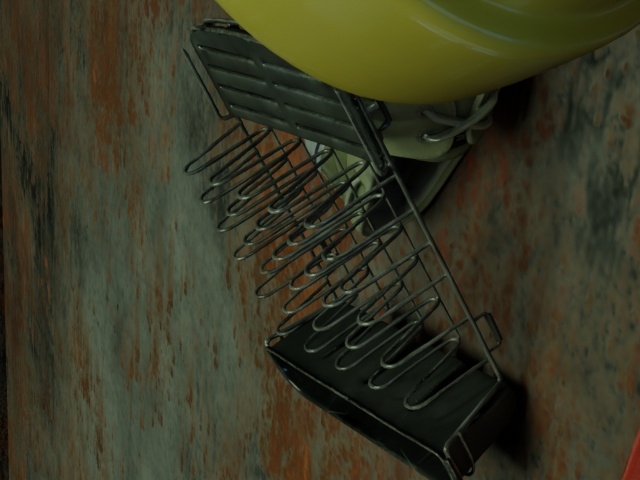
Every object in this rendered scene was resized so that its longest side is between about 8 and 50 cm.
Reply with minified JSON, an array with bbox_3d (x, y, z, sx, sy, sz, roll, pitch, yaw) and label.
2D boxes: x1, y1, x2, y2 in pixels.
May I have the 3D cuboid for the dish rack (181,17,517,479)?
[{"bbox_3d":[0.000,0.000,0.768,0.208,0.074,0.271,22,145,56],"label":"dish rack"}]

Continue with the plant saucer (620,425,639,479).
[{"bbox_3d":[0.133,0.244,0.558,0.259,0.048,0.258,-71,-8,-57],"label":"plant saucer"}]

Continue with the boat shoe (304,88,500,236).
[{"bbox_3d":[0.061,-0.092,0.734,0.094,0.109,0.302,65,164,13],"label":"boat shoe"}]

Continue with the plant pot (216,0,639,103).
[{"bbox_3d":[0.087,-0.195,0.457,0.239,0.254,0.254,-13,83,53],"label":"plant pot"}]
